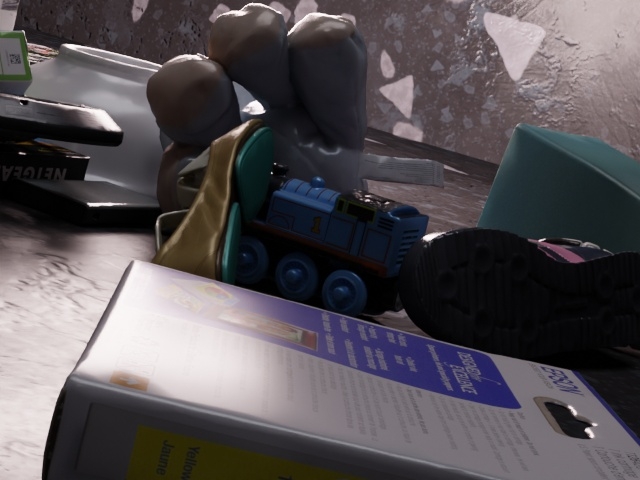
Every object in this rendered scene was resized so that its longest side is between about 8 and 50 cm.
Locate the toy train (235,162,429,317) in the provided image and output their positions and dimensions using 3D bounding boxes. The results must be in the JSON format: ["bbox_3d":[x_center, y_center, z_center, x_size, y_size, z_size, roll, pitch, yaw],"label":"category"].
[{"bbox_3d":[0.000,0.000,1.287,0.184,0.105,0.080,19,10,27],"label":"toy train"}]

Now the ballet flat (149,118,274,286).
[{"bbox_3d":[-0.089,-0.028,1.201,0.073,0.080,0.232,2,34,8],"label":"ballet flat"}]

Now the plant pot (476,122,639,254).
[{"bbox_3d":[0.325,-0.006,1.717,0.165,0.165,0.234,6,20,-44],"label":"plant pot"}]

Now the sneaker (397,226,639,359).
[{"bbox_3d":[0.153,0.050,1.310,0.131,0.112,0.319,-1,-7,45],"label":"sneaker"}]

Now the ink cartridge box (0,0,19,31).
[{"bbox_3d":[-0.463,-0.281,1.756,0.198,0.272,0.115,6,12,-44],"label":"ink cartridge box"}]

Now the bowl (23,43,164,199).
[{"bbox_3d":[-0.237,-0.139,1.694,0.298,0.134,0.298,13,9,-2],"label":"bowl"}]

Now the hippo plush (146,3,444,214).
[{"bbox_3d":[-0.040,-0.117,1.511,0.294,0.234,0.236,15,7,-14],"label":"hippo plush"}]

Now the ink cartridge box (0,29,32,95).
[{"bbox_3d":[-0.406,-0.162,1.511,0.209,0.062,0.109,-4,-18,-31],"label":"ink cartridge box"}]

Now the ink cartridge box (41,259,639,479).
[{"bbox_3d":[0.021,0.099,0.841,0.307,0.072,0.303,16,8,-4],"label":"ink cartridge box"}]

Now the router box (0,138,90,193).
[{"bbox_3d":[-0.332,-0.082,1.460,0.133,0.046,0.179,20,11,28],"label":"router box"}]

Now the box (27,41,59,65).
[{"bbox_3d":[-0.443,-0.244,2.208,0.257,0.079,0.322,19,10,36],"label":"box"}]

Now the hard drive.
[{"bbox_3d":[-0.216,-0.037,1.440,0.094,0.022,0.135,19,10,28],"label":"hard drive"}]

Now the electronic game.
[{"bbox_3d":[-0.297,-0.114,1.404,0.229,0.048,0.229,9,4,-1],"label":"electronic game"}]

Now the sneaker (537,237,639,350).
[{"bbox_3d":[0.309,0.068,1.487,0.229,0.086,0.132,28,7,16],"label":"sneaker"}]
